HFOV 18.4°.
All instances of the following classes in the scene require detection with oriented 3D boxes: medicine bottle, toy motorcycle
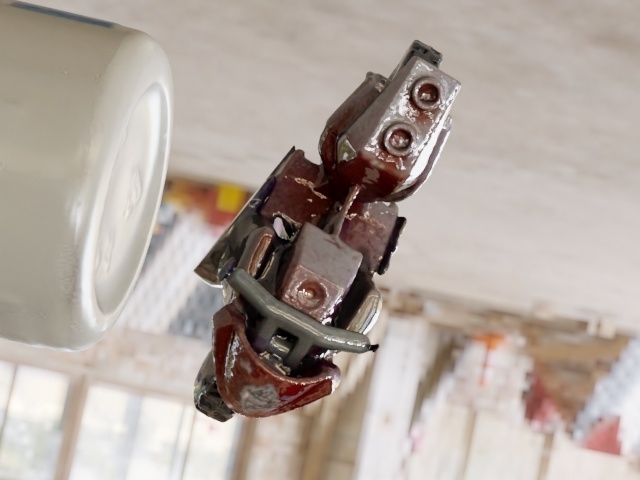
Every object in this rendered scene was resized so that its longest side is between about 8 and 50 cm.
[{"bbox_3d":[-0.137,-0.032,0.609,0.168,0.105,0.105,13,174,6],"label":"medicine bottle"},{"bbox_3d":[-0.001,0.000,0.943,0.082,0.213,0.122,29,-174,-13],"label":"toy motorcycle"}]
